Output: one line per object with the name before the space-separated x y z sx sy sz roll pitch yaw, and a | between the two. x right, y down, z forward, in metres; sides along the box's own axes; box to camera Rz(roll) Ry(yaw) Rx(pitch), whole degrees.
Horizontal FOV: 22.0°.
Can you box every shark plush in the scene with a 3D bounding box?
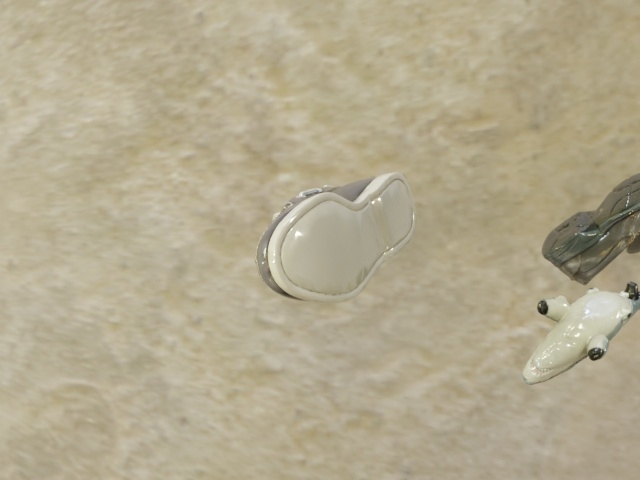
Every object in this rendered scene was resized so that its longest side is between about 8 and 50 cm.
shark plush | 0.239 0.073 1.469 0.073 0.067 0.161 34 44 18

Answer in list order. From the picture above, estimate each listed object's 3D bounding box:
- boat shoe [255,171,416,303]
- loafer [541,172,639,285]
boat shoe | 0.000 0.000 1.136 0.206 0.065 0.075 -28 108 -60
loafer | 0.303 -0.015 1.637 0.061 0.170 0.062 45 37 -16
